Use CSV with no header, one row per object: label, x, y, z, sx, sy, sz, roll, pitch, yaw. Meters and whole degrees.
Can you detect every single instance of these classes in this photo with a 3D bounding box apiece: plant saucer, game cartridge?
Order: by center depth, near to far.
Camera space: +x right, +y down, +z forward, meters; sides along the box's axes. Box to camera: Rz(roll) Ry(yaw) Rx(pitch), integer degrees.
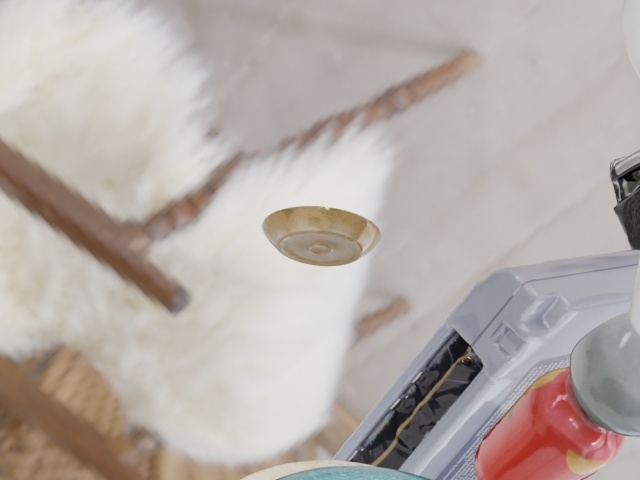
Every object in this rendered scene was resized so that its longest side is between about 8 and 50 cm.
game cartridge,0.098,0.121,1.241,0.060,0.196,0.294,53,121,27
plant saucer,0.000,0.000,1.337,0.083,0.015,0.083,5,156,2

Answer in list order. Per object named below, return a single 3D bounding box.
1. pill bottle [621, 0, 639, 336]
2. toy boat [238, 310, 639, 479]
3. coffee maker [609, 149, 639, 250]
pill bottle,0.235,-0.146,0.666,0.229,0.229,0.407,19,103,37
toy boat,0.087,0.155,0.882,0.267,0.318,0.148,39,132,-6
coffee maker,0.368,-0.045,1.752,0.171,0.120,0.178,60,142,11
